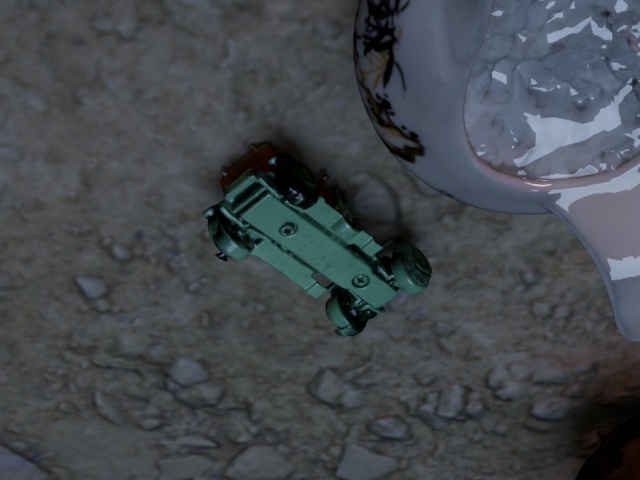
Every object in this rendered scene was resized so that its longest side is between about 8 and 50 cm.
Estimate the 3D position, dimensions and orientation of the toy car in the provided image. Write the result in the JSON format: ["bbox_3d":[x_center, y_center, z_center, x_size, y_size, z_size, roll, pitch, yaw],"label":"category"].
[{"bbox_3d":[0.000,0.000,0.861,0.073,0.054,0.143,-39,126,24],"label":"toy car"}]

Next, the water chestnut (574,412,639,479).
[{"bbox_3d":[0.306,0.246,0.953,0.300,0.300,0.300,-3,133,-3],"label":"water chestnut"}]

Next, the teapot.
[{"bbox_3d":[0.132,-0.084,0.734,0.208,0.166,0.300,-26,121,3],"label":"teapot"}]
